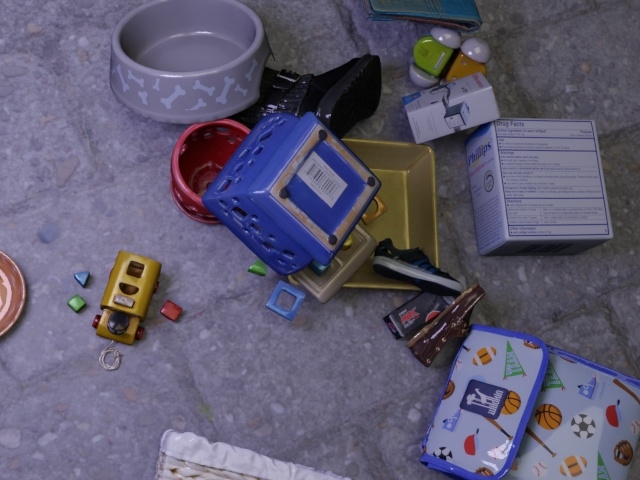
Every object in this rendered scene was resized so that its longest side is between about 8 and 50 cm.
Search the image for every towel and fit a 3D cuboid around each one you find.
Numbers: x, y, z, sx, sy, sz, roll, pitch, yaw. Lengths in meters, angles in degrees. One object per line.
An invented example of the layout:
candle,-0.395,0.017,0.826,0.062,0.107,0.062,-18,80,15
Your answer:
towel,0.209,-0.606,1.858,0.271,0.040,0.370,3,47,-13

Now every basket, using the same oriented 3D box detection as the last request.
basket,-0.155,0.496,1.408,0.331,0.328,0.266,19,74,-9

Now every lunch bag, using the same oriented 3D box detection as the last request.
lunch bag,0.431,0.381,1.640,0.385,0.239,0.328,22,71,9

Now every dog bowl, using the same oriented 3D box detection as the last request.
dog bowl,-0.265,-0.386,1.642,0.348,0.102,0.349,0,47,0

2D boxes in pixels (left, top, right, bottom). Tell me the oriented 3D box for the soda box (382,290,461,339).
soda box,0.222,0.146,1.736,0.169,0.053,0.060,-31,85,-19

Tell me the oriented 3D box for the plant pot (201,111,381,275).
plant pot,-0.041,-0.091,1.487,0.236,0.212,0.236,43,69,-21

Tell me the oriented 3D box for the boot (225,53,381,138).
boot,-0.029,-0.331,1.758,0.260,0.131,0.348,12,32,23

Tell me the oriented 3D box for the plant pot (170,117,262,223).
plant pot,-0.212,-0.131,1.636,0.191,0.174,0.191,3,75,-13

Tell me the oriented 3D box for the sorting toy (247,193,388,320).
sorting toy,0.000,0.000,1.638,0.196,0.047,0.348,44,70,0

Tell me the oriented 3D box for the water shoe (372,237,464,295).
water shoe,0.210,0.053,1.664,0.203,0.073,0.080,20,68,-10

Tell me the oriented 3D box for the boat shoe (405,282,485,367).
boat shoe,0.278,0.181,1.700,0.207,0.073,0.073,-46,71,12

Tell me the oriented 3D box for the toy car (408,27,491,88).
toy car,0.302,-0.425,1.872,0.182,0.159,0.136,24,37,-6

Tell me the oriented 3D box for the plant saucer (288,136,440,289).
plant saucer,0.085,-0.053,1.741,0.332,0.081,0.333,3,75,-12

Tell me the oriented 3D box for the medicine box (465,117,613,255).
medicine box,0.490,-0.121,1.823,0.263,0.149,0.289,-1,76,-14

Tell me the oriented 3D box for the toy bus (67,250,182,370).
toy bus,-0.380,0.120,1.565,0.191,0.104,0.202,-28,84,-19

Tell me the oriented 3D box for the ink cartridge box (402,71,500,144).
ink cartridge box,0.286,-0.294,1.781,0.190,0.140,0.082,-18,114,8

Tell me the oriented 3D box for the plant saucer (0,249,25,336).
plant saucer,-0.667,0.105,1.534,0.200,0.037,0.200,3,76,-13
